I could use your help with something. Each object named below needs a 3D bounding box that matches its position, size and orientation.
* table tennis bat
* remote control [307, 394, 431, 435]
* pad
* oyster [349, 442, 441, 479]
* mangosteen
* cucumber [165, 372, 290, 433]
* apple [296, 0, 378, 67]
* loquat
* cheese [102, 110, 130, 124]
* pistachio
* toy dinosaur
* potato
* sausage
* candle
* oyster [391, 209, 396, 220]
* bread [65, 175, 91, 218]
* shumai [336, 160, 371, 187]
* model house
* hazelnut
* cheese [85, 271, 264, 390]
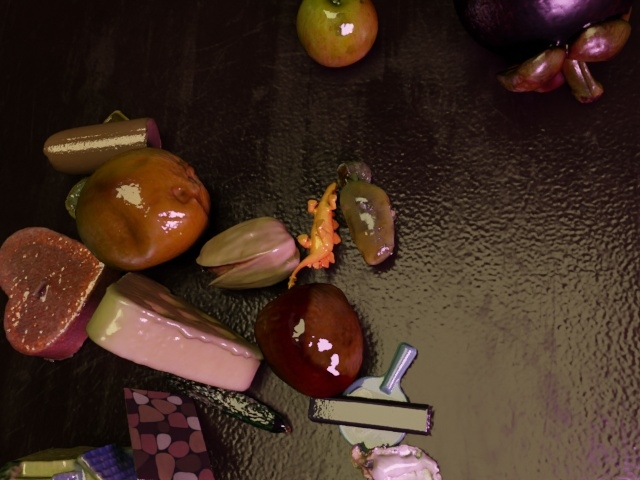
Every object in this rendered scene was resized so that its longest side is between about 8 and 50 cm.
[{"bbox_3d":[0.127,0.317,1.277,0.149,0.038,0.237,28,85,20],"label":"table tennis bat"},{"bbox_3d":[0.096,0.345,1.252,0.245,0.025,0.063,1,77,17],"label":"remote control"},{"bbox_3d":[-0.306,0.388,1.259,0.003,0.158,0.235,-60,35,20],"label":"pad"},{"bbox_3d":[0.139,0.458,1.215,0.163,0.081,0.191,-37,72,-26],"label":"oyster"},{"bbox_3d":[0.462,-0.494,1.287,0.383,0.382,0.434,-2,106,13],"label":"mangosteen"},{"bbox_3d":[-0.195,0.338,1.334,0.294,0.067,0.067,22,80,18],"label":"cucumber"},{"bbox_3d":[0.037,-0.508,1.470,0.196,0.196,0.195,-4,73,13],"label":"apple"},{"bbox_3d":[-0.393,-0.067,1.410,0.284,0.276,0.276,-40,67,24],"label":"loquat"},{"bbox_3d":[-0.552,-0.257,1.614,0.086,0.036,0.162,40,86,22],"label":"cheese"},{"bbox_3d":[-0.156,0.036,1.365,0.230,0.157,0.157,-19,70,16],"label":"pistachio"},{"bbox_3d":[0.000,0.000,1.360,0.071,0.117,0.288,2,58,27],"label":"toy dinosaur"},{"bbox_3d":[0.104,-0.041,1.342,0.105,0.085,0.188,-14,81,12],"label":"potato"},{"bbox_3d":[-0.526,-0.225,1.531,0.253,0.123,0.123,-6,72,1],"label":"sausage"},{"bbox_3d":[-0.614,0.108,1.474,0.287,0.131,0.316,-18,71,5],"label":"candle"},{"bbox_3d":[0.133,-0.034,1.387,0.054,0.019,0.083,20,79,14],"label":"oyster"},{"bbox_3d":[-0.552,-0.087,1.548,0.156,0.064,0.117,28,84,21],"label":"bread"},{"bbox_3d":[0.070,-0.153,1.405,0.082,0.080,0.083,-30,69,2],"label":"shumai"},{"bbox_3d":[-0.426,0.523,1.212,0.267,0.321,0.261,-9,78,10],"label":"model house"},{"bbox_3d":[-0.022,0.206,1.263,0.230,0.229,0.229,-4,73,13],"label":"hazelnut"},{"bbox_3d":[-0.285,0.197,1.305,0.384,0.384,0.104,28,88,20],"label":"cheese"}]
